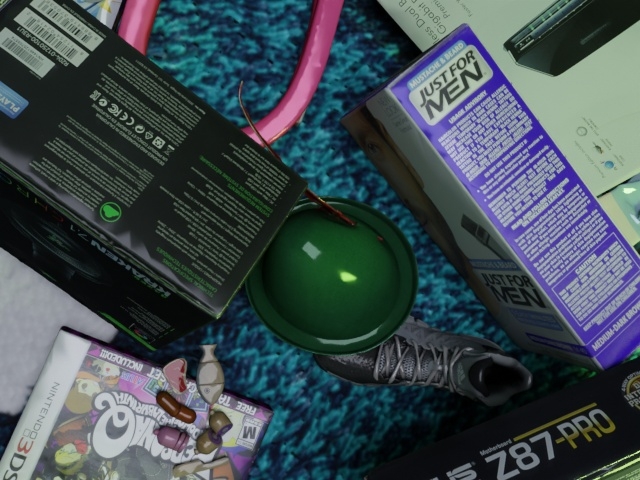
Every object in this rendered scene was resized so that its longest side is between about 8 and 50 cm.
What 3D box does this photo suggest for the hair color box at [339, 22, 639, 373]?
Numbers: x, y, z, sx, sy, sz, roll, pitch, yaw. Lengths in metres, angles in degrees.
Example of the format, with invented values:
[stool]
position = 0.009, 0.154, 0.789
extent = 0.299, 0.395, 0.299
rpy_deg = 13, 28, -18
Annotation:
[hair color box]
position = 0.178, -0.034, 0.742
extent = 0.110, 0.185, 0.339
rpy_deg = -39, 97, -9

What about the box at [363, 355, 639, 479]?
[box]
position = 0.249, 0.271, 0.717
extent = 0.395, 0.097, 0.318
rpy_deg = -20, 130, -11

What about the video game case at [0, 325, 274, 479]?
[video game case]
position = -0.192, 0.224, 0.729
extent = 0.232, 0.042, 0.210
rpy_deg = 25, 84, -12

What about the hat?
[hat]
position = 0.000, 0.000, 0.681
extent = 0.209, 0.183, 0.173
rpy_deg = 18, 70, 6

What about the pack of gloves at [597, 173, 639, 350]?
[pack of gloves]
position = 0.404, 0.011, 0.877
extent = 0.232, 0.046, 0.195
rpy_deg = -32, 85, -14

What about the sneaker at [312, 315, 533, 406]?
[sneaker]
position = 0.113, 0.122, 0.753
extent = 0.229, 0.132, 0.086
rpy_deg = 8, 88, -13

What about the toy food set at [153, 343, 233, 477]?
[toy food set]
position = -0.127, 0.167, 0.713
extent = 0.078, 0.019, 0.122
rpy_deg = -11, 89, -15

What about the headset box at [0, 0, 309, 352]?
[headset box]
position = -0.184, -0.035, 0.620
extent = 0.246, 0.283, 0.131
rpy_deg = 38, 66, -11

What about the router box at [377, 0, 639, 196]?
[router box]
position = 0.265, -0.231, 0.714
extent = 0.335, 0.301, 0.082
rpy_deg = 46, 43, -8

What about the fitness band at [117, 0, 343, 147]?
[fitness band]
position = -0.091, -0.225, 0.751
extent = 0.209, 0.054, 0.290
rpy_deg = 18, 84, -12

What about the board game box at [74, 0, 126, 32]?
[board game box]
position = -0.267, -0.238, 0.720
extent = 0.136, 0.035, 0.201
rpy_deg = 19, 85, -12
